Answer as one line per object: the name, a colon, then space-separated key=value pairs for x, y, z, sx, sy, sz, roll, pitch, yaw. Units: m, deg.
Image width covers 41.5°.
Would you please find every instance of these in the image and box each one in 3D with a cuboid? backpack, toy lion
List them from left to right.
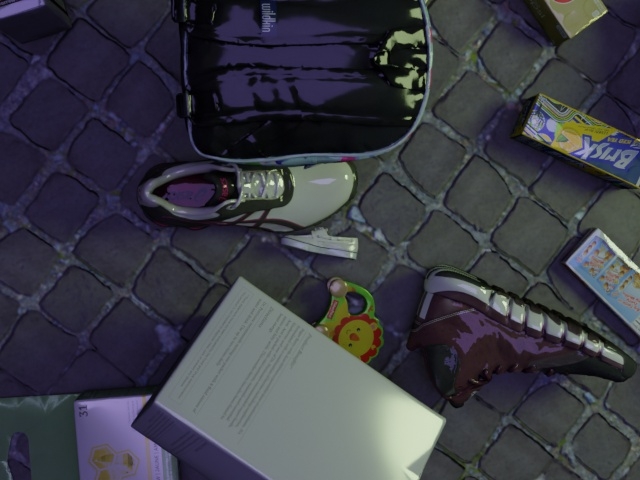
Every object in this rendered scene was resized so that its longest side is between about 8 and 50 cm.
backpack: x=-0.012 y=-0.187 z=0.892 sx=0.253 sy=0.191 sz=0.225 roll=-1 pitch=97 yaw=3
toy lion: x=0.040 y=0.107 z=1.081 sx=0.096 sy=0.034 sz=0.100 roll=21 pitch=91 yaw=-11

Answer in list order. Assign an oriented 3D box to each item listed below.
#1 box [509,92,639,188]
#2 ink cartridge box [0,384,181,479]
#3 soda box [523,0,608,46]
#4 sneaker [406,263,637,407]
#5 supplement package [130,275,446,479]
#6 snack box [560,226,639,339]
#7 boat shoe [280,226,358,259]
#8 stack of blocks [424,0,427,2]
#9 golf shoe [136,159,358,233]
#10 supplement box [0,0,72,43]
box: x=0.334 y=-0.124 z=1.075 sx=0.169 sy=0.054 sz=0.059 roll=24 pitch=91 yaw=-5
ink cartridge box: x=-0.295 y=0.275 z=1.056 sx=0.235 sy=0.056 sz=0.171 roll=-4 pitch=94 yaw=-5
soda box: x=0.276 y=-0.338 z=1.058 sx=0.061 sy=0.058 sz=0.181 roll=-36 pitch=95 yaw=-1
sneaker: x=0.238 y=0.154 z=1.069 sx=0.281 sy=0.106 sz=0.163 roll=24 pitch=96 yaw=6
supplement package: x=-0.041 y=0.214 z=0.981 sx=0.293 sy=0.175 sz=0.177 roll=36 pitch=61 yaw=-4
snack box: x=0.400 y=0.066 z=1.104 sx=0.178 sy=0.022 sz=0.064 roll=43 pitch=90 yaw=-5
boat shoe: x=0.000 y=0.000 z=1.070 sx=0.100 sy=0.035 sz=0.035 roll=10 pitch=84 yaw=-6
stack of blocks: x=0.025 y=-0.292 z=1.029 sx=0.171 sy=0.087 sz=0.297 roll=36 pitch=91 yaw=-4
golf shoe: x=-0.084 y=-0.056 z=1.020 sx=0.272 sy=0.120 sz=0.105 roll=-7 pitch=92 yaw=-5
supplement box: x=-0.373 y=-0.364 z=0.979 sx=0.073 sy=0.130 sz=0.239 roll=-17 pitch=93 yaw=-2
